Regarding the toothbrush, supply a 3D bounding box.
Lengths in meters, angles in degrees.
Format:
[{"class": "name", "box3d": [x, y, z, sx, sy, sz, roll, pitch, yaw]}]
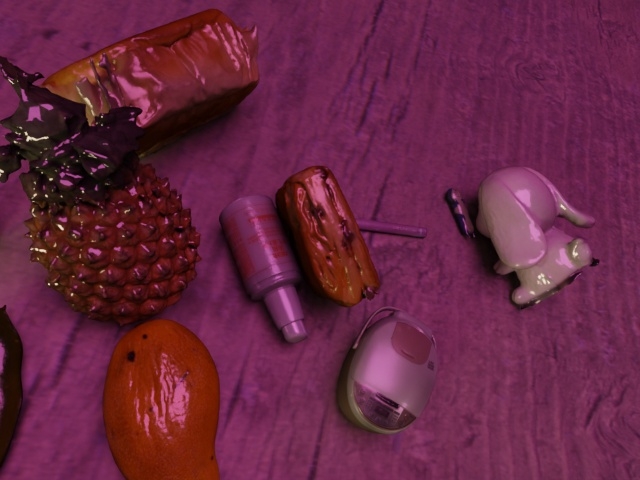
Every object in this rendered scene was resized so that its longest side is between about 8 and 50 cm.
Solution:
[{"class": "toothbrush", "box3d": [0.059, -0.036, 0.958, 0.354, 0.029, 0.024, 7, 77, -19]}]

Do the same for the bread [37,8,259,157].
[{"class": "bread", "box3d": [-0.286, -0.271, 0.835, 0.388, 0.236, 0.183, -39, 99, -41]}]

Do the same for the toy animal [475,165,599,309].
[{"class": "toy animal", "box3d": [0.445, -0.015, 1.018, 0.289, 0.174, 0.249, 36, 56, -3]}]

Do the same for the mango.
[{"class": "mango", "box3d": [-0.211, 0.232, 0.661, 0.157, 0.109, 0.262, -12, 67, -24]}]

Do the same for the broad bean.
[{"class": "broad bean", "box3d": [-0.425, 0.206, 0.629, 0.065, 0.046, 0.254, 3, 64, -21]}]

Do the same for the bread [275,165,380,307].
[{"class": "bread", "box3d": [0.000, 0.000, 0.807, 0.099, 0.210, 0.235, -26, 94, -11]}]

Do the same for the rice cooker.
[{"class": "rice cooker", "box3d": [0.109, 0.214, 0.796, 0.145, 0.127, 0.206, 32, 54, -5]}]

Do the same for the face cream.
[{"class": "face cream", "box3d": [-0.085, 0.052, 0.812, 0.101, 0.101, 0.251, -15, 71, -28]}]

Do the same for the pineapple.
[{"class": "pineapple", "box3d": [-0.289, -0.060, 0.628, 0.223, 0.357, 0.223, -1, 47, 1]}]

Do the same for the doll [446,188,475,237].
[{"class": "doll", "box3d": [0.314, -0.062, 1.076, 0.037, 0.027, 0.125, -6, 67, -33]}]
